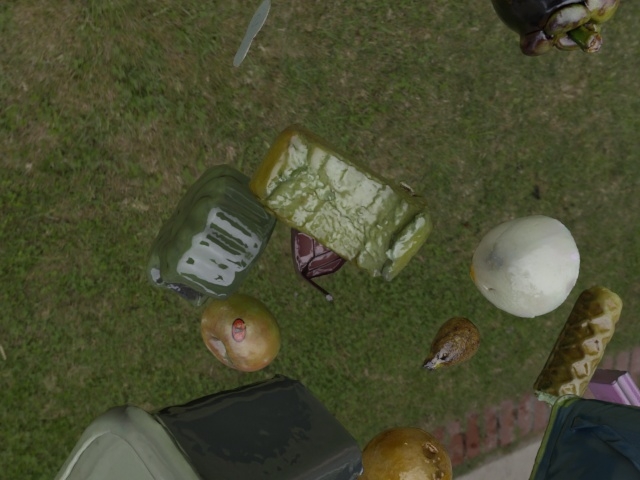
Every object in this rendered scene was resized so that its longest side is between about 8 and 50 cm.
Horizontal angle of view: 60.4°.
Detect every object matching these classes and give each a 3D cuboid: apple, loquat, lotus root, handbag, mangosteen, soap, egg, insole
[{"bbox_3d":[-0.248,0.287,1.722,0.194,0.261,0.261,-36,127,-37],"label":"apple"},{"bbox_3d":[0.119,0.338,0.785,0.141,0.141,0.141,-9,117,-17],"label":"loquat"},{"bbox_3d":[0.324,0.262,1.361,0.190,0.094,0.108,-29,86,-43],"label":"lotus root"},{"bbox_3d":[0.448,0.363,0.760,0.222,0.241,0.263,28,77,-12],"label":"handbag"},{"bbox_3d":[0.533,-0.585,1.274,0.297,0.297,0.313,7,107,-24],"label":"mangosteen"},{"bbox_3d":[0.807,0.442,1.455,0.065,0.122,0.203,-31,88,-15],"label":"soap"},{"bbox_3d":[0.597,0.077,1.686,0.201,0.337,0.337,4,114,-39],"label":"egg"},{"bbox_3d":[-0.175,-0.523,1.388,0.004,0.064,0.188,15,115,-41],"label":"insole"}]

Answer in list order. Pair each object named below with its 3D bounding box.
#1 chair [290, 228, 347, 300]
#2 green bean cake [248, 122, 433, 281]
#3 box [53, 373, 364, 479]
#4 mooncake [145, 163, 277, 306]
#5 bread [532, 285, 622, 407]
[{"bbox_3d":[0.000,0.000,1.341,0.183,0.326,0.176,-14,108,-29],"label":"chair"},{"bbox_3d":[0.031,-0.056,0.782,0.236,0.233,0.124,32,104,0],"label":"green bean cake"},{"bbox_3d":[-0.100,0.224,0.379,0.274,0.138,0.178,-54,155,19],"label":"box"},{"bbox_3d":[-0.253,-0.015,1.265,0.187,0.351,0.351,35,99,-18],"label":"mooncake"},{"bbox_3d":[0.515,0.209,1.091,0.269,0.087,0.098,-57,151,-15],"label":"bread"}]
